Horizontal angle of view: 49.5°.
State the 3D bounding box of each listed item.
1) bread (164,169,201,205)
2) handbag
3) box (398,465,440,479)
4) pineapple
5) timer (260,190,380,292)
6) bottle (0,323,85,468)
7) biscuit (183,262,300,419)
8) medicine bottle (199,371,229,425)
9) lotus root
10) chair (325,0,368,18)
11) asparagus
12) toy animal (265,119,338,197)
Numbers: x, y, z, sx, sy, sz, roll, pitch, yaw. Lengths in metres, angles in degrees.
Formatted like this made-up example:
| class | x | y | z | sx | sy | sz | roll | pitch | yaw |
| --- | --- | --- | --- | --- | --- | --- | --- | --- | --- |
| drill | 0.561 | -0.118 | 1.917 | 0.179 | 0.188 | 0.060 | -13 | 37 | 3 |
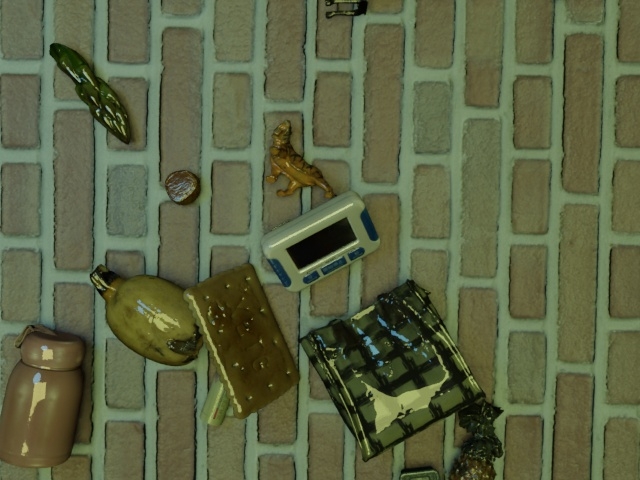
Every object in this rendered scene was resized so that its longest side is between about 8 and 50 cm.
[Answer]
| class | x | y | z | sx | sy | sz | roll | pitch | yaw |
| --- | --- | --- | --- | --- | --- | --- | --- | --- | --- |
| bread | -0.326 | -0.126 | 1.652 | 0.085 | 0.053 | 0.085 | -1 | 81 | 6 |
| handbag | 0.166 | 0.294 | 1.618 | 0.325 | 0.162 | 0.327 | -29 | 84 | -2 |
| box | 0.238 | 0.584 | 1.673 | 0.099 | 0.054 | 0.074 | -6 | 90 | 0 |
| pineapple | 0.373 | 0.496 | 1.649 | 0.119 | 0.111 | 0.237 | 18 | 82 | -32 |
| timer | 0.000 | 0.000 | 1.603 | 0.253 | 0.078 | 0.178 | -27 | 133 | 0 |
| bottle | -0.656 | 0.354 | 1.619 | 0.206 | 0.173 | 0.297 | 13 | 93 | 34 |
| biscuit | -0.174 | 0.225 | 1.604 | 0.217 | 0.044 | 0.325 | -23 | 92 | -44 |
| medicine bottle | -0.224 | 0.325 | 1.664 | 0.059 | 0.059 | 0.231 | 20 | 92 | 0 |
| lotus root | -0.402 | 0.165 | 1.605 | 0.310 | 0.183 | 0.183 | 32 | 92 | 0 |
| chair | 0.121 | -0.594 | 1.606 | 0.229 | 0.106 | 0.113 | -5 | 91 | 1 |
| asparagus | -0.529 | -0.346 | 1.636 | 0.080 | 0.080 | 0.287 | -35 | 89 | 1 |
| toy animal | -0.034 | -0.152 | 1.639 | 0.255 | 0.116 | 0.114 | 41 | 134 | -6 |
